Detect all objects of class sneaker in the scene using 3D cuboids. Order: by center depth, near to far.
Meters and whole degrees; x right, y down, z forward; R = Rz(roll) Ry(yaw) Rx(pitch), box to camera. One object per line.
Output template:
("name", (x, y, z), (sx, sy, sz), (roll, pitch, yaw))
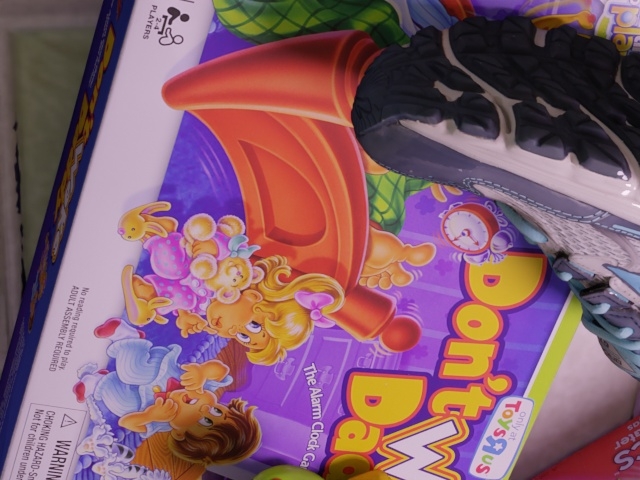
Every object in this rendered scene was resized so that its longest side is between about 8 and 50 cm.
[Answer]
("sneaker", (0.134, 0.006, 0.669), (0.283, 0.110, 0.122), (16, 120, -20))

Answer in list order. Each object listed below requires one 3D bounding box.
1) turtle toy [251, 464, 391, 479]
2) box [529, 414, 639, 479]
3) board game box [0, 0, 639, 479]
("turtle toy", (-0.003, 0.146, 0.751), (0.095, 0.066, 0.130), (-20, 123, 2))
("box", (0.218, 0.154, 0.857), (0.257, 0.122, 0.128), (-32, 121, 10))
("board game box", (0.000, 0.000, 0.748), (0.233, 0.078, 0.347), (10, 119, -17))
